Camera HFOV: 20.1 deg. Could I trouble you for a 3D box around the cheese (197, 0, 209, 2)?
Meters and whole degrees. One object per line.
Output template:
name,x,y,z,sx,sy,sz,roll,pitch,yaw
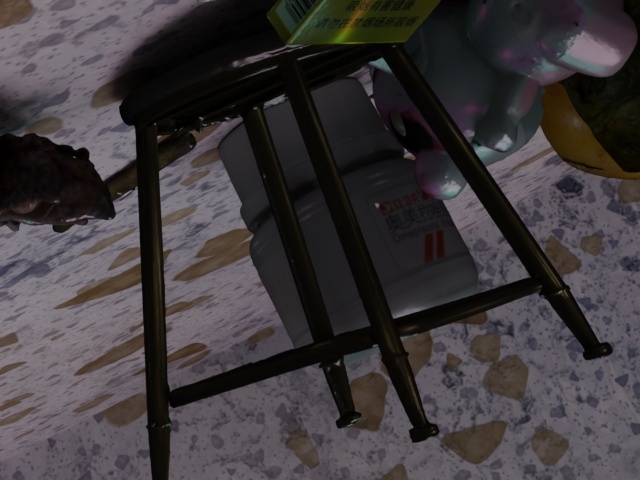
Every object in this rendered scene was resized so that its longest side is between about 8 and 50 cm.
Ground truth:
cheese,-0.012,-0.248,1.670,0.251,0.054,0.127,-17,167,-40

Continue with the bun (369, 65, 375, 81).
bun,0.101,-0.209,2.188,0.083,0.045,0.083,-24,165,-7

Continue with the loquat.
loquat,0.429,-0.195,2.508,0.263,0.263,0.263,-26,170,-5

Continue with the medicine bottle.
medicine bottle,0.028,-0.020,2.216,0.245,0.306,0.245,-27,170,-5

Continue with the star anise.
star anise,-0.315,-0.060,1.718,0.223,0.109,0.236,3,173,-23

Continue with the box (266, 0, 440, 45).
box,0.100,-0.288,1.581,0.173,0.043,0.311,-9,149,-48

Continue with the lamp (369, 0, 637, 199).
lamp,0.174,-0.211,1.986,0.247,0.247,0.301,19,135,-32

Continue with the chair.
chair,0.000,0.000,1.827,0.365,0.410,0.362,-20,177,37

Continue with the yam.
yam,-0.234,-0.063,2.125,0.234,0.029,0.027,-32,180,30

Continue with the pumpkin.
pumpkin,0.452,-0.242,2.254,0.303,0.225,0.256,-43,-173,-20

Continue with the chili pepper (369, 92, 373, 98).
chili pepper,0.138,-0.221,2.276,0.178,0.027,0.045,-27,166,0
